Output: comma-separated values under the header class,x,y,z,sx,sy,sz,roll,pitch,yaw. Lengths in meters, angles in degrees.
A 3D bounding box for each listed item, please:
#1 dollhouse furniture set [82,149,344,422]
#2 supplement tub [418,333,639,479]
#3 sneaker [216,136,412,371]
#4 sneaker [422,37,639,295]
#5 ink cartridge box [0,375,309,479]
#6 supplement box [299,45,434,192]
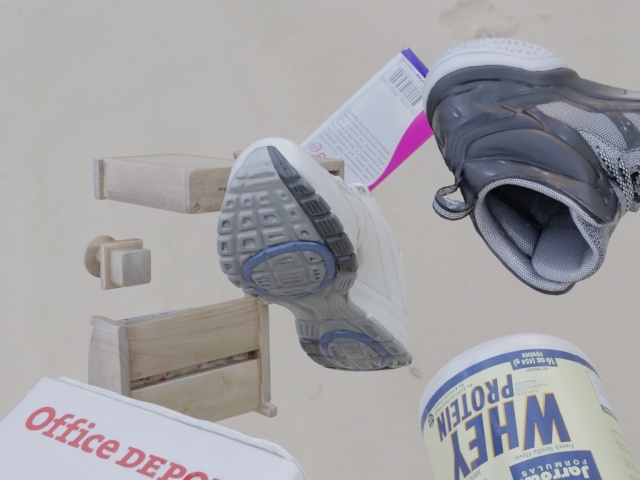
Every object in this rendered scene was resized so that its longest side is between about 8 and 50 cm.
class,x,y,z,sx,sy,sz,roll,pitch,yaw
dollhouse furniture set,-0.136,0.087,1.300,0.174,0.303,0.355,12,105,48
supplement tub,0.260,0.299,1.404,0.235,0.235,0.325,-31,43,17
sneaker,0.000,0.000,0.968,0.111,0.297,0.129,-3,59,18
sneaker,0.194,-0.035,0.752,0.269,0.101,0.153,10,50,-4
ink cartridge box,-0.138,0.214,0.558,0.201,0.117,0.278,10,47,41
supplement box,0.072,-0.148,1.607,0.220,0.111,0.114,-42,5,9
